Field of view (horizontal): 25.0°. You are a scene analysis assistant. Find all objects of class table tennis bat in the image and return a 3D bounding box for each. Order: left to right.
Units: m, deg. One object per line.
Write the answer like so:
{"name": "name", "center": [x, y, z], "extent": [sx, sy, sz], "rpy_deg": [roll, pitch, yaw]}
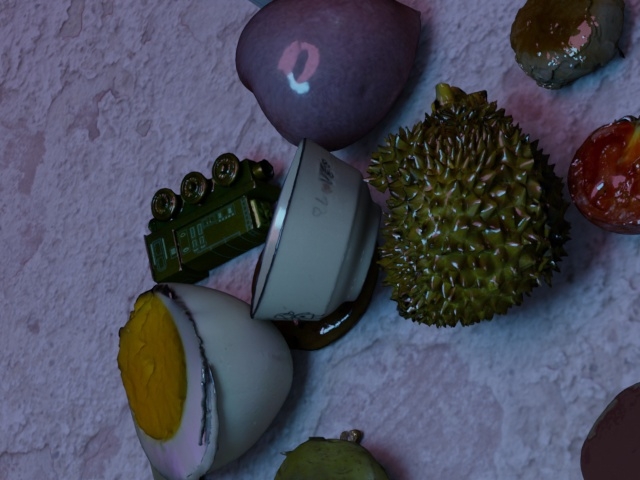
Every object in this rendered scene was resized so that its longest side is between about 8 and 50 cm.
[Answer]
{"name": "table tennis bat", "center": [0.375, 0.196, 1.578], "extent": [0.234, 0.022, 0.131], "rpy_deg": [-53, 48, 12]}

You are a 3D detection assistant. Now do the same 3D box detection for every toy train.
{"name": "toy train", "center": [-0.152, -0.030, 2.064], "extent": [0.225, 0.090, 0.137], "rpy_deg": [-27, 65, 29]}

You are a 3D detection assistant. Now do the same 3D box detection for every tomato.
{"name": "tomato", "center": [0.367, -0.067, 1.640], "extent": [0.159, 0.091, 0.139], "rpy_deg": [3, 69, 37]}

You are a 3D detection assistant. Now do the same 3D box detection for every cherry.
{"name": "cherry", "center": [0.009, -0.248, 1.933], "extent": [0.239, 0.206, 0.239], "rpy_deg": [-27, 51, 39]}

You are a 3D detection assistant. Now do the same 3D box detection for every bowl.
{"name": "bowl", "center": [0.000, 0.000, 1.814], "extent": [0.238, 0.126, 0.237], "rpy_deg": [-164, 90, -86]}

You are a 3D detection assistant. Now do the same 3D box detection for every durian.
{"name": "durian", "center": [0.171, -0.034, 1.696], "extent": [0.258, 0.258, 0.293], "rpy_deg": [-35, 36, 24]}

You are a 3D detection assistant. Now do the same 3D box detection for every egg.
{"name": "egg", "center": [-0.147, 0.183, 1.924], "extent": [0.286, 0.174, 0.264], "rpy_deg": [-23, 75, 55]}

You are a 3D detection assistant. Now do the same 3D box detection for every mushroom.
{"name": "mushroom", "center": [-0.027, 0.361, 1.846], "extent": [0.286, 0.026, 0.028], "rpy_deg": [-59, 32, 7]}

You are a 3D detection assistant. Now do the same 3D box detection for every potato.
{"name": "potato", "center": [0.009, 0.360, 1.731], "extent": [0.169, 0.143, 0.248], "rpy_deg": [-6, 70, 49]}

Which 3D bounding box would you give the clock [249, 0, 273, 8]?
{"name": "clock", "center": [-0.080, -0.435, 2.068], "extent": [0.116, 0.231, 0.262], "rpy_deg": [-30, 56, 32]}

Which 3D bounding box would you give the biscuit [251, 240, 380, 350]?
{"name": "biscuit", "center": [-0.009, 0.046, 1.944], "extent": [0.212, 0.036, 0.212], "rpy_deg": [-15, 64, 34]}

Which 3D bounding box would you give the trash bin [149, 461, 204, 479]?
{"name": "trash bin", "center": [-0.198, 0.323, 1.987], "extent": [0.061, 0.043, 0.092], "rpy_deg": [-42, 50, 20]}

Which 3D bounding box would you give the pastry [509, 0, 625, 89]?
{"name": "pastry", "center": [0.302, -0.261, 1.778], "extent": [0.153, 0.081, 0.153], "rpy_deg": [-15, 67, 38]}
